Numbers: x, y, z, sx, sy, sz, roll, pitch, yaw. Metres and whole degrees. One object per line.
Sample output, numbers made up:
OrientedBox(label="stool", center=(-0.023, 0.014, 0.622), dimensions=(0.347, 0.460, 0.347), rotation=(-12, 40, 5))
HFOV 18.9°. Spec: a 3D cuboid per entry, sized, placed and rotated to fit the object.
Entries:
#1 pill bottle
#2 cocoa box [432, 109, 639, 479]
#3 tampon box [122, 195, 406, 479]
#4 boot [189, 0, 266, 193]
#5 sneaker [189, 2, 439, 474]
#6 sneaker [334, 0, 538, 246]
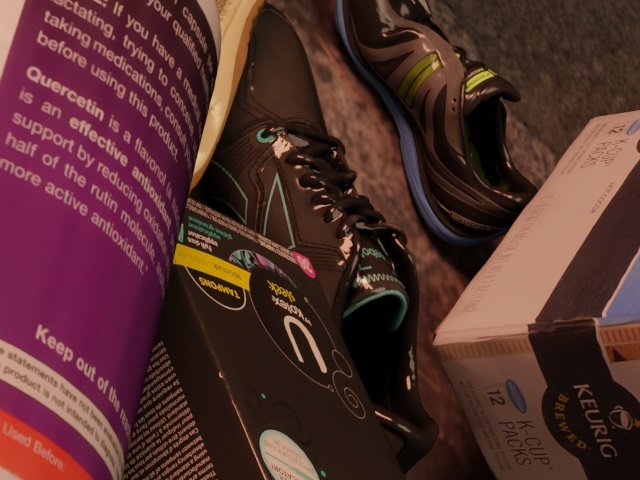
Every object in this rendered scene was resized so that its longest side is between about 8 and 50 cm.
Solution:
OrientedBox(label="pill bottle", center=(-0.138, -0.018, 0.673), dimensions=(0.181, 0.181, 0.323), rotation=(34, 52, -32))
OrientedBox(label="cocoa box", center=(0.260, 0.117, 1.025), dimensions=(0.231, 0.228, 0.347), rotation=(-48, 121, -44))
OrientedBox(label="tampon box", center=(-0.047, 0.079, 0.789), dimensions=(0.120, 0.101, 0.161), rotation=(28, 30, -50))
OrientedBox(label="boot", center=(-0.120, -0.160, 0.897), dimensions=(0.203, 0.095, 0.262), rotation=(33, 58, -31))
OrientedBox(label="sneaker", center=(0.000, 0.000, 0.946), dimensions=(0.101, 0.106, 0.267), rotation=(2, 71, -44))
OrientedBox(label="sneaker", center=(0.069, -0.090, 1.070), dimensions=(0.067, 0.078, 0.188), rotation=(-26, 93, -48))
